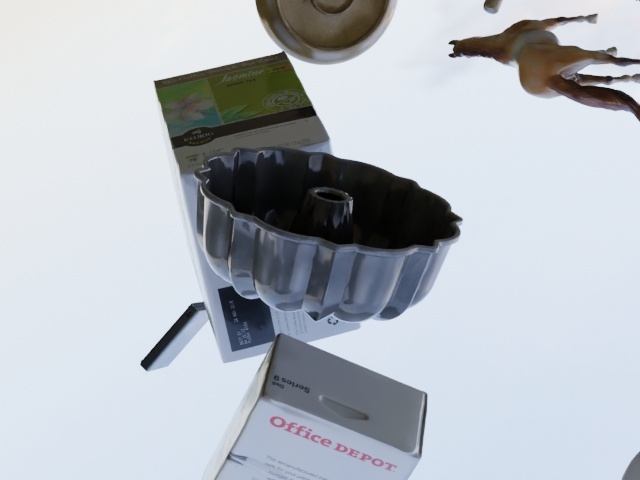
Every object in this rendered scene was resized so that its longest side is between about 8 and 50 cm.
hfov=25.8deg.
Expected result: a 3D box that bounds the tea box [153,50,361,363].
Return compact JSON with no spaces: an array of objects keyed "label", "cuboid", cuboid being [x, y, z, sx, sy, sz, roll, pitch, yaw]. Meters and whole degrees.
[{"label":"tea box","cuboid":[-0.098,-0.056,2.071,0.220,0.329,0.323,-14,-147,-7]}]

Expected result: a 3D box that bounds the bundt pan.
[{"label":"bundt pan","cuboid":[0.000,0.000,1.692,0.331,0.124,0.331,11,-160,-4]}]

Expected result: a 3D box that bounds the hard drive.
[{"label":"hard drive","cuboid":[-0.231,0.155,2.279,0.135,0.022,0.094,-48,169,12]}]

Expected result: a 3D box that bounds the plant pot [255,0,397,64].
[{"label":"plant pot","cuboid":[0.016,-0.385,2.144,0.236,0.236,0.032,-35,-156,-7]}]

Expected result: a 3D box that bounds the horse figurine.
[{"label":"horse figurine","cuboid":[0.261,-0.196,1.521,0.174,0.066,0.263,-6,-152,-13]}]

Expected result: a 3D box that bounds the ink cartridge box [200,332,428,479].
[{"label":"ink cartridge box","cuboid":[-0.017,0.280,1.750,0.121,0.211,0.289,-76,-168,-51]}]

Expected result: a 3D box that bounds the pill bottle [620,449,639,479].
[{"label":"pill bottle","cuboid":[0.475,0.300,1.514,0.160,0.283,0.160,-22,-116,54]}]

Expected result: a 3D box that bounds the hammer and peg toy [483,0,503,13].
[{"label":"hammer and peg toy","cuboid":[0.194,-0.446,1.677,0.127,0.361,0.266,-4,-108,46]}]
